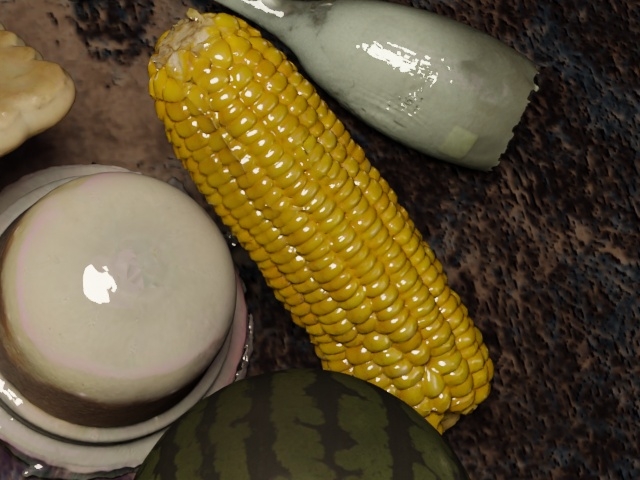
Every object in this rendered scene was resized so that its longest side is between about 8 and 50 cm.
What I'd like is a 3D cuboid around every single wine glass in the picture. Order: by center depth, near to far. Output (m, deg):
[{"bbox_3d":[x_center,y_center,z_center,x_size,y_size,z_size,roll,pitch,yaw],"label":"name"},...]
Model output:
[{"bbox_3d":[-0.033,-0.075,0.886,0.309,0.096,0.264,24,60,-7],"label":"wine glass"}]

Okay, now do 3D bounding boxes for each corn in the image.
[{"bbox_3d":[0.004,-0.002,0.811,0.102,0.102,0.313,-46,119,-25],"label":"corn"}]

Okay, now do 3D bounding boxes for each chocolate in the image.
[{"bbox_3d":[-0.129,0.031,0.802,0.221,0.147,0.221,4,72,-11],"label":"chocolate"}]

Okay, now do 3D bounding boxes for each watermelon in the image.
[{"bbox_3d":[-0.010,0.172,0.747,0.212,0.212,0.212,5,69,-14],"label":"watermelon"}]

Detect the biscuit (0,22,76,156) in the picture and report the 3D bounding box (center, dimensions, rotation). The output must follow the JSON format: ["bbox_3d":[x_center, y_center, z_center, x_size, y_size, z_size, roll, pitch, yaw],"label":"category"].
[{"bbox_3d":[-0.312,-0.108,0.788,0.217,0.044,0.325,-34,55,-30],"label":"biscuit"}]
